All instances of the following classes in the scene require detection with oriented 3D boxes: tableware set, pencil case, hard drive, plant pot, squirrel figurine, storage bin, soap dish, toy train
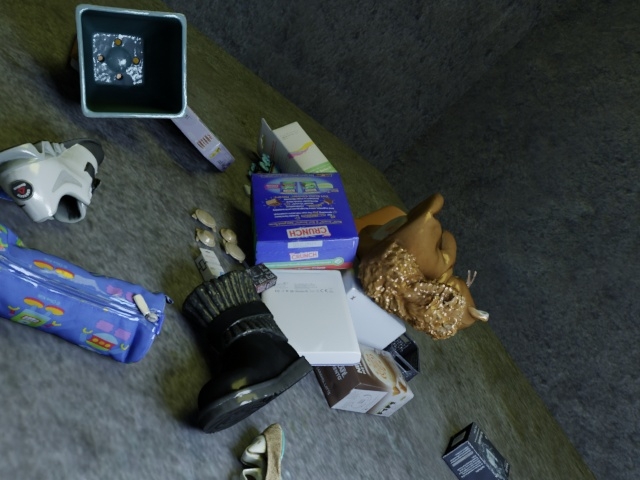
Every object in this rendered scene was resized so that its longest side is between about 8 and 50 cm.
[{"bbox_3d":[-0.261,-0.011,1.435,0.168,0.020,0.141,35,19,-29],"label":"tableware set"},{"bbox_3d":[-0.369,0.082,0.814,0.306,0.133,0.119,32,52,-36],"label":"pencil case"},{"bbox_3d":[-0.035,0.173,1.330,0.210,0.040,0.319,1,30,-8],"label":"hard drive"},{"bbox_3d":[0.218,0.012,1.959,0.291,0.203,0.291,46,-17,19],"label":"plant pot"},{"bbox_3d":[0.279,0.131,1.519,0.370,0.281,0.397,55,30,-13],"label":"squirrel figurine"},{"bbox_3d":[-0.495,-0.452,1.419,0.247,0.248,0.252,-6,21,-28],"label":"plant pot"},{"bbox_3d":[0.225,0.340,1.672,0.122,0.084,0.180,45,19,-7],"label":"storage bin"},{"bbox_3d":[-0.597,-0.535,1.641,0.229,0.118,0.291,34,21,-34],"label":"soap dish"},{"bbox_3d":[-0.193,-0.239,1.987,0.105,0.080,0.184,47,17,-19],"label":"toy train"}]

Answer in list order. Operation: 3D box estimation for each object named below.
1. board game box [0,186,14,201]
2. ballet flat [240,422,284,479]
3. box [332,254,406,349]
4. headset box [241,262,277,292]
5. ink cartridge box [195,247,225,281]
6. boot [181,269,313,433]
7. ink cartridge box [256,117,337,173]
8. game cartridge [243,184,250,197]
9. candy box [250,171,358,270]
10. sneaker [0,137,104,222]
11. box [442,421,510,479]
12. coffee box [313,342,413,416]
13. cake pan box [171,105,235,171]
[{"bbox_3d":[-0.570,-0.114,0.958,0.090,0.020,0.090,21,30,-54],"label":"board game box"},{"bbox_3d":[-0.096,0.372,0.911,0.067,0.073,0.206,25,20,-17],"label":"ballet flat"},{"bbox_3d":[0.086,0.149,1.631,0.215,0.168,0.345,39,19,-23],"label":"box"},{"bbox_3d":[-0.157,0.095,1.358,0.083,0.032,0.062,-25,54,-40],"label":"headset box"},{"bbox_3d":[-0.254,0.059,1.282,0.048,0.028,0.083,21,31,-54],"label":"ink cartridge box"},{"bbox_3d":[-0.170,0.189,1.027,0.260,0.131,0.348,54,13,11],"label":"boot"},{"bbox_3d":[-0.093,-0.290,2.085,0.119,0.207,0.353,-26,67,-27],"label":"ink cartridge box"},{"bbox_3d":[-0.215,-0.148,1.840,0.083,0.017,0.056,27,30,-46],"label":"game cartridge"},{"bbox_3d":[-0.057,-0.058,1.557,0.268,0.122,0.317,-2,39,-8],"label":"candy box"},{"bbox_3d":[-0.475,-0.104,1.028,0.330,0.122,0.146,-85,152,-76],"label":"sneaker"},{"bbox_3d":[0.434,0.612,1.545,0.158,0.093,0.156,51,18,12],"label":"box"},{"bbox_3d":[0.105,0.339,1.377,0.246,0.098,0.141,26,26,-47],"label":"coffee box"},{"bbox_3d":[-0.382,-0.340,1.678,0.267,0.070,0.246,48,-3,2],"label":"cake pan box"}]
